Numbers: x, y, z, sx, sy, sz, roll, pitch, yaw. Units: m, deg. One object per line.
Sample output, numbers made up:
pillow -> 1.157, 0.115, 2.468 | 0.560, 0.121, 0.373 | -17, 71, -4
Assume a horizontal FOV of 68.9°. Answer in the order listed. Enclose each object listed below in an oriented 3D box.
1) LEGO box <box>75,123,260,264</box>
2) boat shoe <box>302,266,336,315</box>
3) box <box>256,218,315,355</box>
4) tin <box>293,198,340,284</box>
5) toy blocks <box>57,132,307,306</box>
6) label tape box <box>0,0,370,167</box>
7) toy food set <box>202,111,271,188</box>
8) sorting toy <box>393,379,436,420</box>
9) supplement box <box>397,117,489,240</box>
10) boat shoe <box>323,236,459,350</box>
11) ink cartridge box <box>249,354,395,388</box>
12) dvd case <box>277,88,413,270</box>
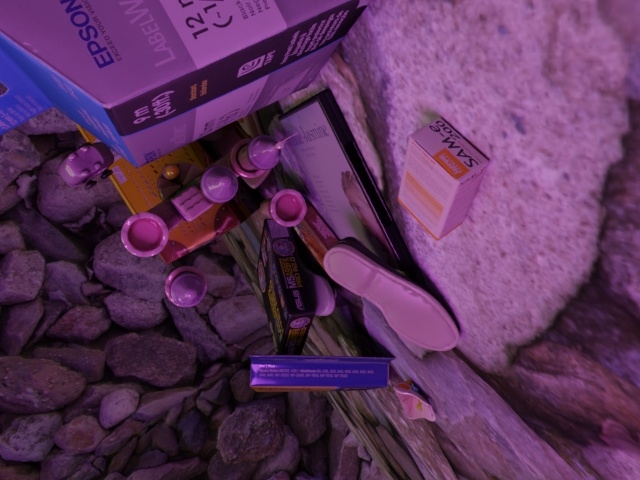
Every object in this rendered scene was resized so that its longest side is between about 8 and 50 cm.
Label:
LEGO box -> -0.368, -0.230, 1.116 | 0.501, 0.193, 0.372 | 60, -176, -9
boat shoe -> 0.000, 0.113, 1.069 | 0.070, 0.078, 0.219 | 17, -171, -23
box -> -0.090, 0.115, 1.103 | 0.216, 0.060, 0.270 | 108, 151, -50
tin -> 0.000, 0.000, 0.893 | 0.190, 0.040, 0.106 | 53, 169, 19
toy blocks -> -0.198, -0.085, 0.729 | 0.309, 0.288, 0.260 | 55, 163, -15
label tape box -> -0.149, -0.156, 0.430 | 0.115, 0.347, 0.249 | 60, 166, -8
toy food set -> -0.211, -0.271, 0.913 | 0.220, 0.092, 0.306 | 46, 162, 40
sorting toy -> 0.192, 0.320, 0.916 | 0.075, 0.044, 0.083 | 21, 141, 55
supplement box -> 0.107, -0.052, 0.425 | 0.062, 0.036, 0.098 | 51, 164, 24
boat shoe -> 0.101, 0.064, 0.623 | 0.206, 0.065, 0.075 | 36, 122, 3
ink cartridge box -> -0.007, 0.312, 1.073 | 0.307, 0.303, 0.072 | 103, 169, -72
dvd case -> 0.029, -0.077, 0.662 | 0.253, 0.022, 0.180 | 62, 165, -15
